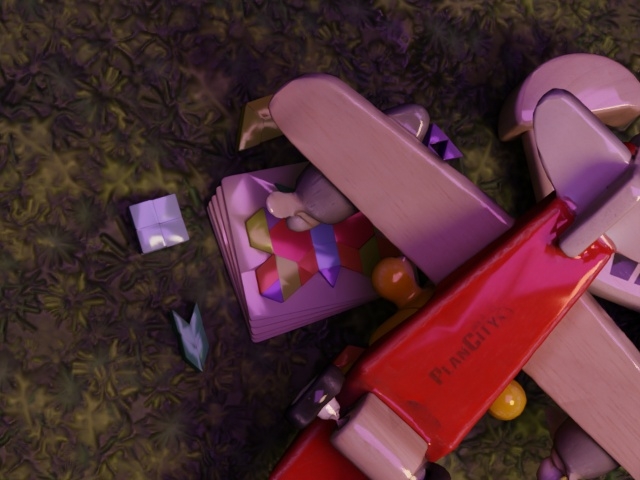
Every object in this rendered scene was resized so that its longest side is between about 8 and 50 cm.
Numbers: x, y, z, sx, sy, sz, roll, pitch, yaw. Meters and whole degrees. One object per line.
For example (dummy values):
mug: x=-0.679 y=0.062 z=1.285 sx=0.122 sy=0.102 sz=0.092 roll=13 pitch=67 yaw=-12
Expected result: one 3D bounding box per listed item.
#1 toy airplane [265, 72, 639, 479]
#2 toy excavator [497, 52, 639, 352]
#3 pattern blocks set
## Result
toy airplane: x=0.144 y=0.048 z=1.391 sx=0.385 sy=0.272 sz=0.386 roll=-2 pitch=93 yaw=0
toy excavator: x=0.354 y=0.077 z=1.527 sx=0.445 sy=0.222 sz=0.432 roll=15 pitch=80 yaw=-6
pattern blocks set: x=0.000 y=0.000 z=1.506 sx=0.325 sy=0.026 sz=0.285 roll=-28 pitch=93 yaw=-17
